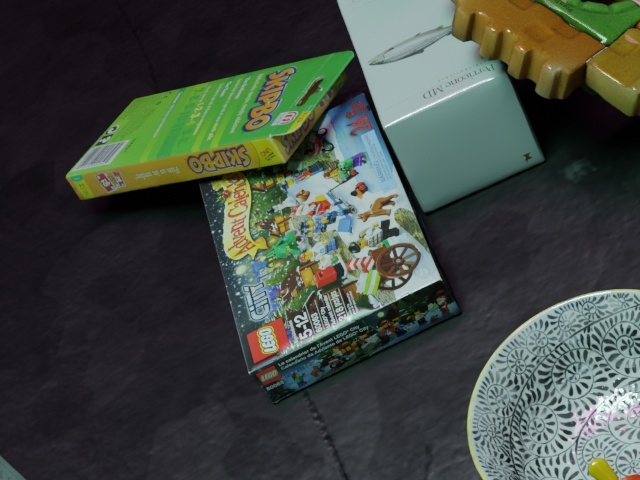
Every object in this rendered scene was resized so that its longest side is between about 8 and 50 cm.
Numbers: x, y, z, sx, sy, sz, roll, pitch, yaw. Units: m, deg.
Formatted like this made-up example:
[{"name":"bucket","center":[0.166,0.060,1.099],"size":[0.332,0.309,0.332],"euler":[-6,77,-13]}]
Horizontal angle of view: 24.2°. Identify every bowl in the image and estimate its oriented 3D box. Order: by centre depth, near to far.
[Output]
[{"name":"bowl","center":[0.184,0.120,0.931],"size":[0.170,0.080,0.170],"euler":[-16,46,18]}]

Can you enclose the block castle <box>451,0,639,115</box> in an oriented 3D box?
[{"name":"block castle","center":[0.204,-0.256,1.021],"size":[0.453,0.303,0.213],"euler":[37,58,26]}]

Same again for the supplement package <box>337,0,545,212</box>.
[{"name":"supplement package","center":[0.094,-0.131,1.194],"size":[0.105,0.105,0.179],"euler":[-24,44,7]}]

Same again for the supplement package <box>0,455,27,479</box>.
[{"name":"supplement package","center":[-0.338,0.275,1.052],"size":[0.262,0.145,0.204],"euler":[-21,44,13]}]

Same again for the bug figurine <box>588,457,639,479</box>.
[{"name":"bug figurine","center":[0.149,0.257,0.770],"size":[0.279,0.072,0.216],"euler":[-46,66,12]}]

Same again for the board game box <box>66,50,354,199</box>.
[{"name":"board game box","center":[-0.092,-0.098,1.280],"size":[0.259,0.039,0.124],"euler":[-11,32,39]}]

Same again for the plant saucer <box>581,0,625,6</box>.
[{"name":"plant saucer","center":[0.230,-0.222,1.248],"size":[0.200,0.037,0.200],"euler":[-17,45,18]}]

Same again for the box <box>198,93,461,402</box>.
[{"name":"box","center":[0.000,0.000,1.175],"size":[0.159,0.044,0.233],"euler":[-26,43,7]}]
